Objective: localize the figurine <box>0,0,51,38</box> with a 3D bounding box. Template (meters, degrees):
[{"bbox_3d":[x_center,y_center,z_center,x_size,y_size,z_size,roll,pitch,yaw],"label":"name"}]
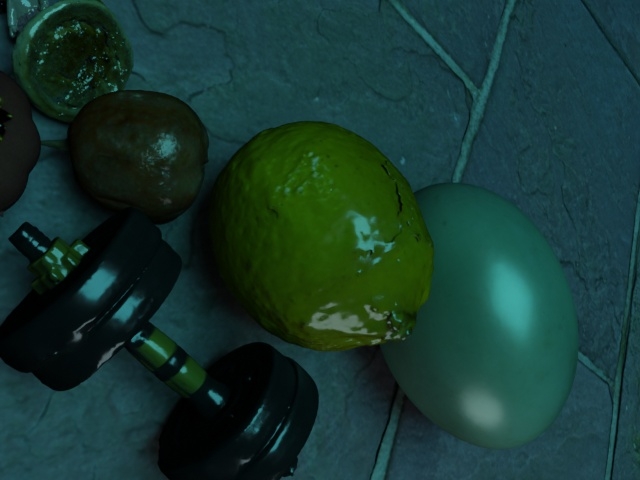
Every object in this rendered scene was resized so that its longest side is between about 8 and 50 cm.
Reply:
[{"bbox_3d":[-0.324,-0.252,0.629,0.072,0.054,0.129,-44,117,-20],"label":"figurine"}]

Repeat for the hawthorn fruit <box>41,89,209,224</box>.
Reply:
[{"bbox_3d":[-0.203,-0.092,0.633,0.189,0.149,0.149,3,80,-42],"label":"hawthorn fruit"}]

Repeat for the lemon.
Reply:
[{"bbox_3d":[0.000,0.000,0.698,0.254,0.253,0.310,-7,50,-40],"label":"lemon"}]

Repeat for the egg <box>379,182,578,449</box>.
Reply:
[{"bbox_3d":[0.215,0.106,0.852,0.276,0.276,0.388,-23,93,-40],"label":"egg"}]

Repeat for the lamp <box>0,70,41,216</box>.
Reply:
[{"bbox_3d":[-0.343,-0.095,0.523,0.182,0.140,0.181,7,77,-34],"label":"lamp"}]

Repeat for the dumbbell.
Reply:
[{"bbox_3d":[-0.155,0.125,0.609,0.388,0.185,0.185,48,56,-21],"label":"dumbbell"}]

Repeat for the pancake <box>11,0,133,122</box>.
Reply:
[{"bbox_3d":[-0.262,-0.192,0.647,0.140,0.022,0.139,-32,134,-41],"label":"pancake"}]
